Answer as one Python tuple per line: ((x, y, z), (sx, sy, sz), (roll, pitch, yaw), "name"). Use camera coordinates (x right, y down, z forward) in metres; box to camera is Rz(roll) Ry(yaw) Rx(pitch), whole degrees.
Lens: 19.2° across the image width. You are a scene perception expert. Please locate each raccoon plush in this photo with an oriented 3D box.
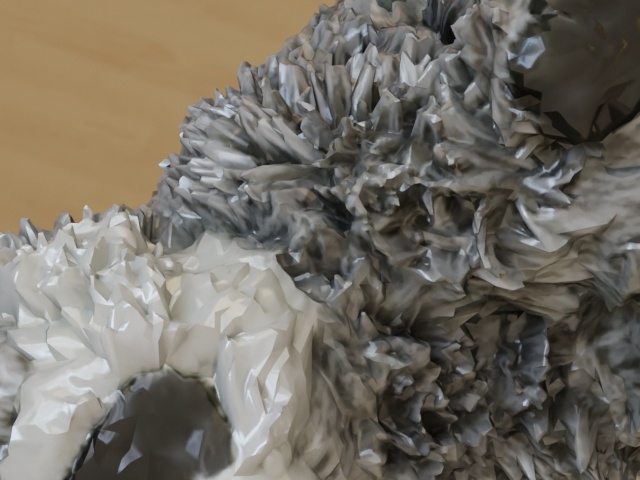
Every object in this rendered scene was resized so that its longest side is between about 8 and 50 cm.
((0.000, 0.000, 0.702), (0.299, 0.446, 0.216), (-19, 108, 9), "raccoon plush")
